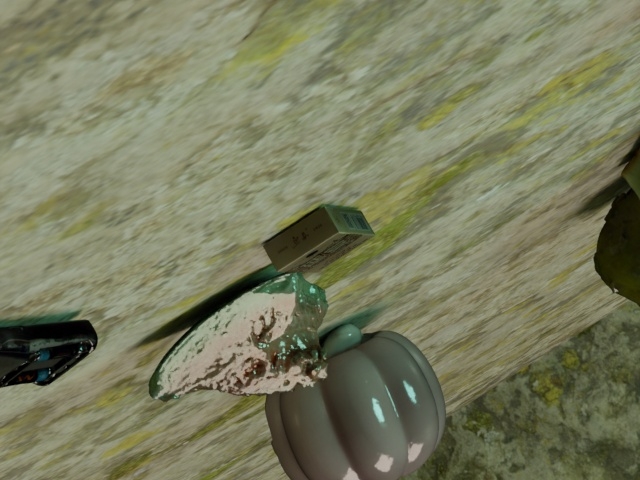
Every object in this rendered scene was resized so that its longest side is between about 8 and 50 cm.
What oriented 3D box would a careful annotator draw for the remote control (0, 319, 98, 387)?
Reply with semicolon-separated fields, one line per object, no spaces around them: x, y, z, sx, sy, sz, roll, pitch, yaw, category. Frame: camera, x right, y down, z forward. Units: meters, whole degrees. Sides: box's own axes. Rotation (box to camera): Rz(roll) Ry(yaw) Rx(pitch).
-0.198;0.071;0.999;0.059;0.028;0.212;-33;169;21;remote control

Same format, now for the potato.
0.408;-0.042;1.813;0.298;0.141;0.176;-43;178;25;potato

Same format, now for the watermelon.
-0.055;0.069;1.286;0.155;0.080;0.101;-11;156;-12;watermelon

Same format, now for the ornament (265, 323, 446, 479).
0.031;0.163;1.732;0.177;0.177;0.177;-29;169;-6;ornament

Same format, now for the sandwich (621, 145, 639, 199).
0.411;-0.093;1.639;0.220;0.108;0.186;-26;170;-8;sandwich

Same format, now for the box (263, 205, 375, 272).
0.000;0.000;1.210;0.053;0.024;0.083;-33;170;17;box
